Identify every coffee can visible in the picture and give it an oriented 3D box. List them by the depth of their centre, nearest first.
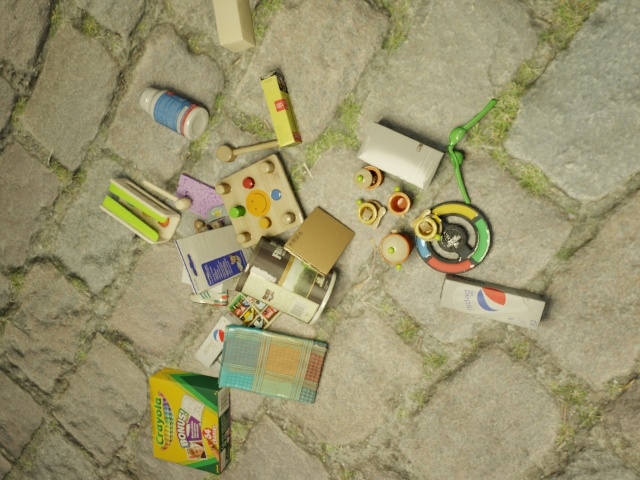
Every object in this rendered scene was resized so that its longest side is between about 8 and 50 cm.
[{"bbox_3d":[-0.113,0.133,1.390,0.275,0.201,0.202,26,107,-6],"label":"coffee can"}]

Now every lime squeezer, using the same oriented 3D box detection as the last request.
[{"bbox_3d":[0.433,-0.271,1.274,0.109,0.059,0.311,7,102,-16],"label":"lime squeezer"}]

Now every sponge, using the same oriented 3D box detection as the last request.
[{"bbox_3d":[-0.438,-0.152,1.564,0.210,0.031,0.117,25,107,12],"label":"sponge"}]

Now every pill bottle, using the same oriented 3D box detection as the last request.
[{"bbox_3d":[-0.519,-0.454,1.488,0.221,0.124,0.124,28,106,10],"label":"pill bottle"}]

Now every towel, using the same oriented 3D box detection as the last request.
[{"bbox_3d":[-0.181,0.452,1.527,0.370,0.040,0.272,11,110,0],"label":"towel"}]

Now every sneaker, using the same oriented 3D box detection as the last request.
[{"bbox_3d":[-0.426,0.207,1.618,0.161,0.057,0.075,6,83,18],"label":"sneaker"}]

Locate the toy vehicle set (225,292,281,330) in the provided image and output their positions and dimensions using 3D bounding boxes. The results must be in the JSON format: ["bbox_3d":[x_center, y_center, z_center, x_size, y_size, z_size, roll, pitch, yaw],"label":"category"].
[{"bbox_3d":[-0.212,0.218,1.556,0.166,0.035,0.267,45,109,6],"label":"toy vehicle set"}]

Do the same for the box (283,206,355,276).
[{"bbox_3d":[0.000,0.000,1.378,0.164,0.201,0.021,35,145,3],"label":"box"}]

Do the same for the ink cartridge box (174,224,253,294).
[{"bbox_3d":[-0.346,0.054,1.393,0.069,0.371,0.176,-20,92,21],"label":"ink cartridge box"}]

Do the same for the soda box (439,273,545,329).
[{"bbox_3d":[0.518,0.182,1.294,0.286,0.098,0.091,13,103,15],"label":"soda box"}]

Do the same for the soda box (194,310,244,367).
[{"bbox_3d":[-0.378,0.370,1.577,0.074,0.069,0.216,39,108,6],"label":"soda box"}]

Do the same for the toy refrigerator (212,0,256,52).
[{"bbox_3d":[-0.294,-0.773,1.376,0.094,0.102,0.270,-7,98,18],"label":"toy refrigerator"}]

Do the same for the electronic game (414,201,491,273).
[{"bbox_3d":[0.411,-0.007,1.319,0.229,0.048,0.229,3,100,16],"label":"electronic game"}]

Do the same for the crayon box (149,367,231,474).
[{"bbox_3d":[-0.524,0.724,1.703,0.312,0.106,0.363,4,101,16],"label":"crayon box"}]

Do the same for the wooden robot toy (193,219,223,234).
[{"bbox_3d":[-0.441,-0.042,1.548,0.173,0.076,0.079,-28,90,33],"label":"wooden robot toy"}]

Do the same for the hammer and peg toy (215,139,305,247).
[{"bbox_3d":[-0.224,-0.182,1.442,0.265,0.127,0.362,-21,93,19],"label":"hammer and peg toy"}]

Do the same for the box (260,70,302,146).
[{"bbox_3d":[-0.128,-0.428,1.393,0.058,0.087,0.232,-14,94,19],"label":"box"}]

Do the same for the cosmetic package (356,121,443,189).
[{"bbox_3d":[0.245,-0.263,1.298,0.237,0.107,0.127,25,109,8],"label":"cosmetic package"}]

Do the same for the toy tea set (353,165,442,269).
[{"bbox_3d":[0.205,-0.078,1.312,0.336,0.124,0.200,47,116,14],"label":"toy tea set"}]

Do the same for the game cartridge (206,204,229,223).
[{"bbox_3d":[-0.367,-0.098,1.510,0.083,0.017,0.056,-20,54,5],"label":"game cartridge"}]

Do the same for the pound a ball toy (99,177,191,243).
[{"bbox_3d":[-0.632,-0.135,1.574,0.319,0.135,0.208,32,103,10],"label":"pound a ball toy"}]

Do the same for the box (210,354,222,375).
[{"bbox_3d":[-0.374,0.426,1.642,0.145,0.038,0.186,42,107,6],"label":"box"}]

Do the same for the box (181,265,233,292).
[{"bbox_3d":[-0.415,0.105,1.570,0.170,0.091,0.130,14,104,14],"label":"box"}]
